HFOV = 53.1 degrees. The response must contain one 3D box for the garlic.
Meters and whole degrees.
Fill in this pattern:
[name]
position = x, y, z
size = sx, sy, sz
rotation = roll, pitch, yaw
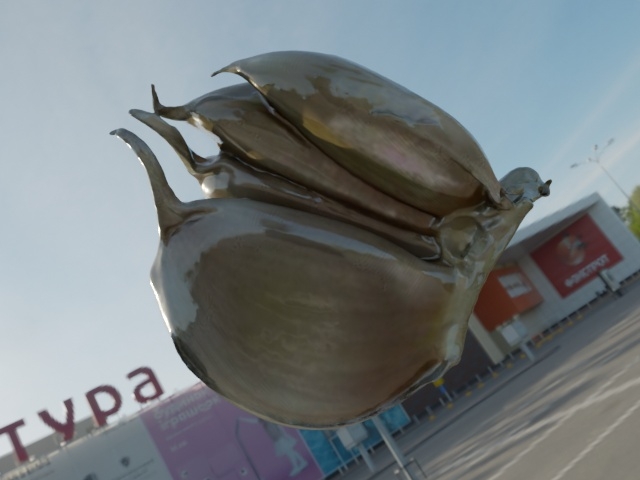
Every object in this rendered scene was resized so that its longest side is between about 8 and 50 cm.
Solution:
[garlic]
position = 0.000, 0.000, 0.455
size = 0.237, 0.292, 0.210
rotation = 96, -170, -47
